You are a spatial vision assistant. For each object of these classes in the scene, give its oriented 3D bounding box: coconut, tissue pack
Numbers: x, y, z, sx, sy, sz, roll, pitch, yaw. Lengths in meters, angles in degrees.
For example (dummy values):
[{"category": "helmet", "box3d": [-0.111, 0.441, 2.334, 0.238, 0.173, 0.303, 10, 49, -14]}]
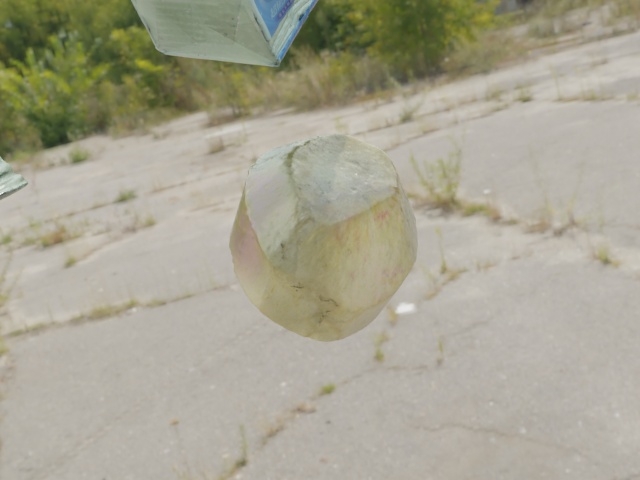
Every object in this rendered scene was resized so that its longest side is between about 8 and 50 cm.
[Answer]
[{"category": "coconut", "box3d": [0.000, 0.000, 1.164, 0.259, 0.259, 0.259, -13, 13, 3]}, {"category": "tissue pack", "box3d": [-0.095, -0.365, 1.147, 0.198, 0.146, 0.263, 12, 59, 28]}]

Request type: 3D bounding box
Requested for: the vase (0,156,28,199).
[{"category": "vase", "box3d": [-0.343, -0.147, 0.657, 0.143, 0.298, 0.143, -22, 13, 5]}]
